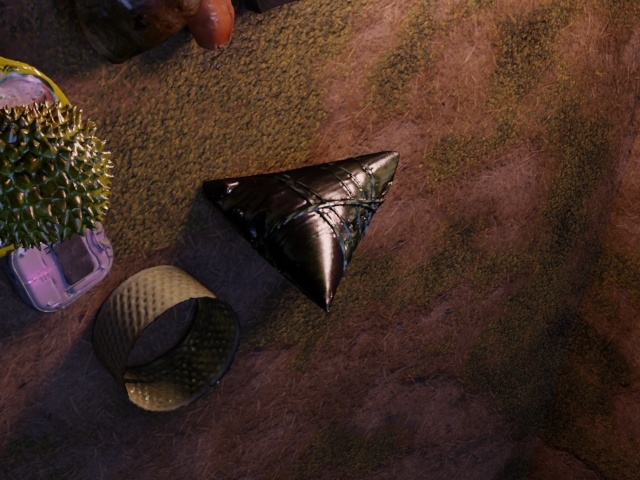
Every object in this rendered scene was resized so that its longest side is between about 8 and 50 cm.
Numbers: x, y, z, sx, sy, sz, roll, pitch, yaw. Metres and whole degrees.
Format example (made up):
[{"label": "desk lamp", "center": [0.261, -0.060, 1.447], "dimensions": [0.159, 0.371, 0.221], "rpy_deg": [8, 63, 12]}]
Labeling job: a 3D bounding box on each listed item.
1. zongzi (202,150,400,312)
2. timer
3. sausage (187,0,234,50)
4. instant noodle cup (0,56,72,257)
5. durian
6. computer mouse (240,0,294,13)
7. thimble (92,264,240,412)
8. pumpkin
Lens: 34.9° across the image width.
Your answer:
[{"label": "zongzi", "center": [0.000, 0.000, 2.045], "dimensions": [0.383, 0.362, 0.319], "rpy_deg": [-4, 138, -44]}, {"label": "timer", "center": [-0.474, 0.025, 1.832], "dimensions": [0.190, 0.069, 0.209], "rpy_deg": [-38, 136, -21]}, {"label": "sausage", "center": [-0.217, -0.507, 1.681], "dimensions": [0.094, 0.094, 0.419], "rpy_deg": [-11, 131, -1]}, {"label": "instant noodle cup", "center": [-0.552, -0.156, 1.488], "dimensions": [0.325, 0.254, 0.326], "rpy_deg": [-24, 131, -30]}, {"label": "durian", "center": [-0.385, -0.086, 1.378], "dimensions": [0.200, 0.177, 0.237], "rpy_deg": [-46, 156, 24]}, {"label": "computer mouse", "center": [-0.053, -0.503, 1.838], "dimensions": [0.264, 0.088, 0.147], "rpy_deg": [-27, 150, -27]}, {"label": "thimble", "center": [-0.308, 0.192, 2.040], "dimensions": [0.270, 0.150, 0.271], "rpy_deg": [-24, 132, -30]}, {"label": "pumpkin", "center": [-0.287, -0.409, 1.606], "dimensions": [0.169, 0.148, 0.312], "rpy_deg": [-53, 147, -47]}]
